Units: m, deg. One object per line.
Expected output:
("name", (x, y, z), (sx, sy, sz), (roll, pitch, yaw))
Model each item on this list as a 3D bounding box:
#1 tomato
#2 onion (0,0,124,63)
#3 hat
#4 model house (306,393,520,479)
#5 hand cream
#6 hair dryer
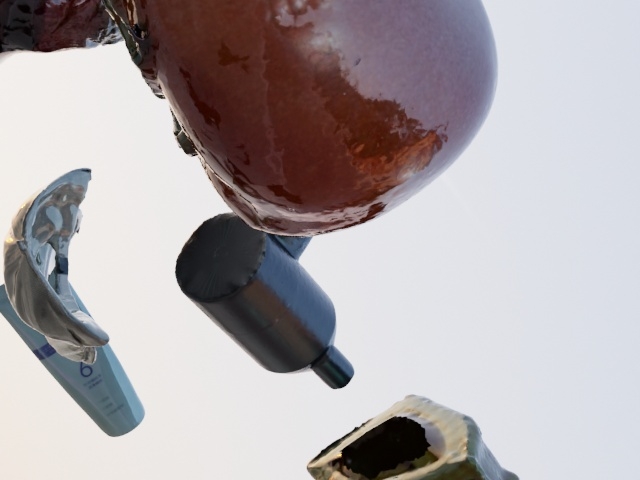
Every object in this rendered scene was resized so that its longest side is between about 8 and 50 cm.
("tomato", (-0.016, -0.179, 1.258), (0.341, 0.273, 0.341), (63, -2, 5))
("onion", (-0.394, -0.292, 1.774), (0.420, 0.398, 0.398), (15, -25, -4))
("hat", (-0.337, 0.041, 1.887), (0.226, 0.164, 0.219), (-30, -119, 48))
("model house", (0.150, 0.323, 1.862), (0.239, 0.173, 0.268), (51, -10, -22))
("hand cream", (-0.356, 0.162, 2.272), (0.320, 0.109, 0.067), (60, -4, -31))
("hair dryer", (0.000, 0.000, 1.744), (0.116, 0.302, 0.244), (23, -16, 39))
